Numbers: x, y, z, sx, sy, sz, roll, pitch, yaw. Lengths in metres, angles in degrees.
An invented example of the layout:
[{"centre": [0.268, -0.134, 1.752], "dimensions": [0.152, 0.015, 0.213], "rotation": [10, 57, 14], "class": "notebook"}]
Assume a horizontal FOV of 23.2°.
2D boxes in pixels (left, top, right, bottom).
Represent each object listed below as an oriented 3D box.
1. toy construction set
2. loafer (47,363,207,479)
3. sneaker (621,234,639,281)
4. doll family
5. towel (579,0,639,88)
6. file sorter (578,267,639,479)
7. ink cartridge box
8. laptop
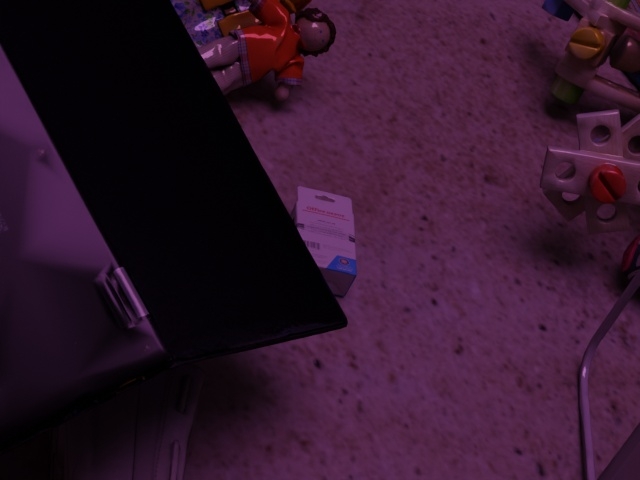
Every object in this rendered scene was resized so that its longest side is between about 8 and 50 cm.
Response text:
[{"centre": [0.288, -0.123, 1.354], "dimensions": [0.215, 0.151, 0.327], "rotation": [26, 34, -7], "class": "toy construction set"}, {"centre": [-0.100, 0.186, 0.911], "dimensions": [0.112, 0.112, 0.319], "rotation": [2, 47, -13], "class": "loafer"}, {"centre": [0.390, 0.067, 1.279], "dimensions": [0.299, 0.121, 0.112], "rotation": [22, 78, 7], "class": "sneaker"}, {"centre": [-0.079, -0.244, 1.291], "dimensions": [0.163, 0.262, 0.118], "rotation": [-26, 25, -23], "class": "doll family"}, {"centre": [0.420, -0.260, 1.664], "dimensions": [0.370, 0.040, 0.271], "rotation": [-11, 54, -34], "class": "towel"}, {"centre": [0.350, 0.130, 1.136], "dimensions": [0.278, 0.192, 0.173], "rotation": [19, 40, -9], "class": "file sorter"}, {"centre": [0.000, 0.000, 1.204], "dimensions": [0.048, 0.028, 0.083], "rotation": [13, 44, -15], "class": "ink cartridge box"}, {"centre": [-0.230, -0.046, 0.924], "dimensions": [0.408, 0.236, 0.382], "rotation": [-27, 80, -14], "class": "laptop"}]
